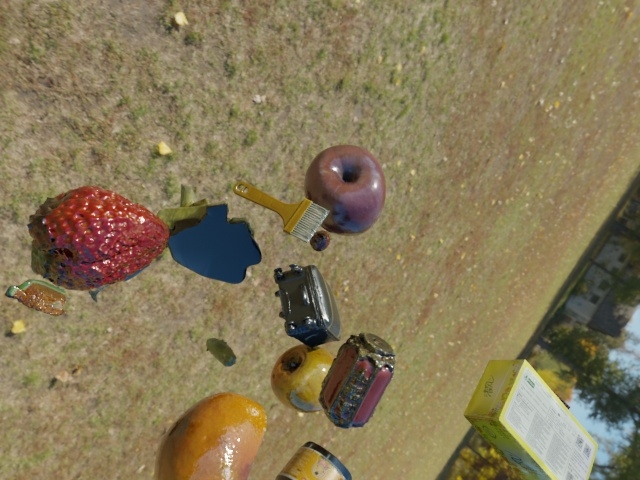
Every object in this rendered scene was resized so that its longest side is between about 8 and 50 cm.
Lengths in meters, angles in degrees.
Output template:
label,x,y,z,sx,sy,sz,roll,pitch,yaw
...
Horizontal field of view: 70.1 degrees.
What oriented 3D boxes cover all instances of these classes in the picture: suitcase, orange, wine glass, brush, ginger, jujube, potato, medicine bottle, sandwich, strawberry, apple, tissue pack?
label,x,y,z,sx,sy,sz,roll,pitch,yaw
suitcase,-0.040,0.263,1.818,0.194,0.283,0.434,-17,156,5
orange,-0.272,0.529,1.111,0.274,0.274,0.310,47,42,-60
wine glass,-0.821,0.151,1.878,0.262,0.074,0.074,-36,146,-17
brush,-0.114,-0.088,1.142,0.103,0.272,0.013,-56,155,-16
ginger,-0.407,-0.043,1.789,0.358,0.211,0.413,-37,120,26
jujube,0.000,0.000,1.702,0.077,0.077,0.129,-62,173,10
potato,-0.448,0.508,2.082,0.105,0.188,0.085,25,96,-47
medicine bottle,-0.077,0.917,1.561,0.395,0.243,0.242,-45,151,-37
sandwich,-1.007,0.197,1.639,0.079,0.159,0.235,-61,147,-9
strawberry,-0.501,-0.002,1.049,0.288,0.250,0.238,-2,119,-31
apple,-0.054,0.602,1.970,0.299,0.299,0.275,-43,125,-23
tissue pack,0.278,0.250,0.601,0.095,0.176,0.062,-49,-168,-30
apple,0.084,-0.167,1.547,0.306,0.306,0.235,-46,166,-19

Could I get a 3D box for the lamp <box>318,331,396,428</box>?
label,x,y,z,sx,sy,sz,roll,pitch,yaw
lamp,0.104,0.398,1.303,0.177,0.177,0.274,3,115,-57

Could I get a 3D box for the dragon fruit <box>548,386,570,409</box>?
label,x,y,z,sx,sy,sz,roll,pitch,yaw
dragon fruit,0.673,0.499,1.435,0.120,0.161,0.127,-60,-176,15
